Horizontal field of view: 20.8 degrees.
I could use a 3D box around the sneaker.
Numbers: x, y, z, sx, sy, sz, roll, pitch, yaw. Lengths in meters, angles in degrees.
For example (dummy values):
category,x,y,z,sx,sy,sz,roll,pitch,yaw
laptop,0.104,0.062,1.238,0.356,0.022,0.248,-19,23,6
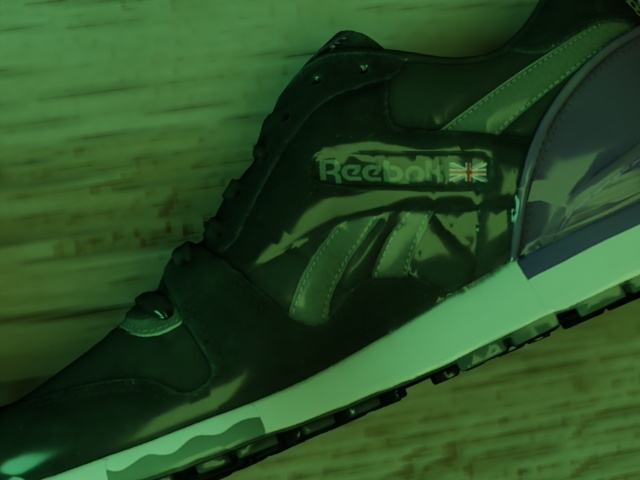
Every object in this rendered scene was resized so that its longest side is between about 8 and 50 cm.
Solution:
category,x,y,z,sx,sy,sz,roll,pitch,yaw
sneaker,0.000,0.000,0.605,0.283,0.107,0.124,-23,83,-9
